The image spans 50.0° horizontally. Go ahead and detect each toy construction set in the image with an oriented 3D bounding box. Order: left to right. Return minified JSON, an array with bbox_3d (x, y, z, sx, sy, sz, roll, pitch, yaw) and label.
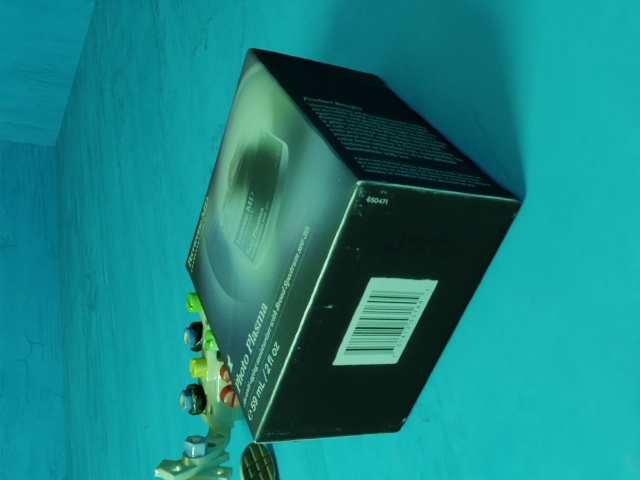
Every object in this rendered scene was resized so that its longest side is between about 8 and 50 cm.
[{"bbox_3d":[-0.137,0.200,0.988,0.215,0.151,0.327,18,91,59],"label":"toy construction set"}]

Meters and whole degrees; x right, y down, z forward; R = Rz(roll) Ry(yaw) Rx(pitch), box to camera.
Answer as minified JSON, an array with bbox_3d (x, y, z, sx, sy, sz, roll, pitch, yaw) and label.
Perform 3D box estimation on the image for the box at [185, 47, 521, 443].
[{"bbox_3d":[0.000,0.000,0.723,0.294,0.183,0.296,57,133,49],"label":"box"}]

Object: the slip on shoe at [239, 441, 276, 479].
[{"bbox_3d":[-0.082,0.352,0.961,0.041,0.051,0.135,113,141,-50],"label":"slip on shoe"}]
